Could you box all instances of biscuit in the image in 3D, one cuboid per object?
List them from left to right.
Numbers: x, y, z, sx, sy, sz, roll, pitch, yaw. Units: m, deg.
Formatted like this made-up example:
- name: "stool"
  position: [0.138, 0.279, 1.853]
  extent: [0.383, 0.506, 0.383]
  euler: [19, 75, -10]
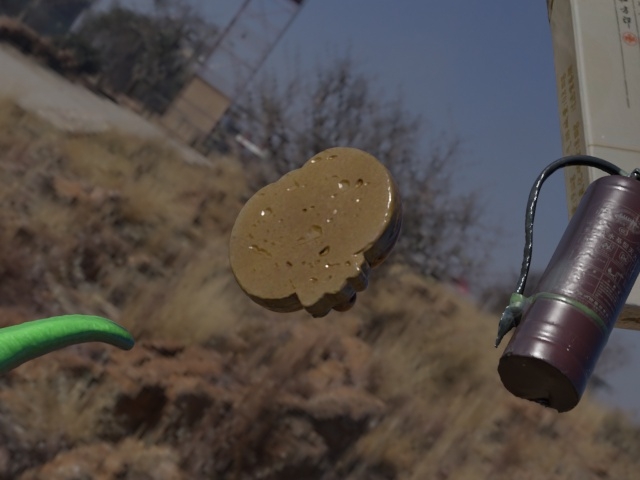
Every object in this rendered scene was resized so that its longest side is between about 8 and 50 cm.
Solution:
- name: "biscuit"
  position: [0.002, 0.002, 1.218]
  extent: [0.170, 0.170, 0.050]
  euler: [34, -10, 43]

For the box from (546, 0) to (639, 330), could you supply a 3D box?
- name: "box"
  position: [0.292, -0.095, 1.121]
  extent: [0.205, 0.365, 0.051]
  euler: [8, -27, -17]

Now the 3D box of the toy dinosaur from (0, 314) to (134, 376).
- name: "toy dinosaur"
  position: [-0.343, 0.258, 0.963]
  extent: [0.500, 0.374, 0.144]
  euler: [-5, 17, -39]

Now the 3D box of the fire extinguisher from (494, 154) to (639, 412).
- name: "fire extinguisher"
  position: [0.131, 0.008, 0.685]
  extent: [0.078, 0.157, 0.045]
  euler: [34, -32, 0]
